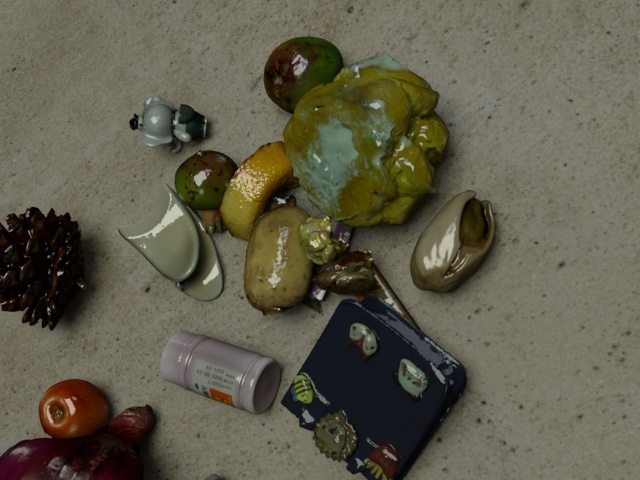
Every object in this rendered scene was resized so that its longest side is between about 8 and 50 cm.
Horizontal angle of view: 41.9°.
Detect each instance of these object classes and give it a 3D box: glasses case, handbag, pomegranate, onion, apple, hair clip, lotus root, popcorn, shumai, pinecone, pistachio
[{"bbox_3d":[0.125,0.126,1.830,0.075,0.049,0.218,-38,66,9],"label":"glasses case"},{"bbox_3d":[0.100,0.317,1.727,0.303,0.122,0.329,39,105,26],"label":"handbag"},{"bbox_3d":[-0.266,-0.119,2.011,0.159,0.159,0.205,-3,102,22],"label":"pomegranate"},{"bbox_3d":[-0.506,0.527,1.842,0.398,0.398,0.420,16,61,25],"label":"onion"},{"bbox_3d":[-0.592,0.409,2.001,0.163,0.139,0.164,-6,73,19],"label":"apple"},{"bbox_3d":[-0.343,0.021,2.025,0.172,0.113,0.282,-44,60,6],"label":"hair clip"},{"bbox_3d":[-0.089,0.031,1.877,0.160,0.146,0.284,-1,73,14],"label":"lotus root"},{"bbox_3d":[-0.002,0.000,1.787,0.109,0.097,0.089,34,62,28],"label":"popcorn"},{"bbox_3d":[0.047,0.071,1.789,0.139,0.123,0.105,-35,55,34],"label":"shumai"},{"bbox_3d":[-0.719,0.056,2.088,0.295,0.242,0.298,20,91,23],"label":"pinecone"},{"bbox_3d":[0.276,0.006,1.755,0.238,0.137,0.153,-54,30,1],"label":"pistachio"}]

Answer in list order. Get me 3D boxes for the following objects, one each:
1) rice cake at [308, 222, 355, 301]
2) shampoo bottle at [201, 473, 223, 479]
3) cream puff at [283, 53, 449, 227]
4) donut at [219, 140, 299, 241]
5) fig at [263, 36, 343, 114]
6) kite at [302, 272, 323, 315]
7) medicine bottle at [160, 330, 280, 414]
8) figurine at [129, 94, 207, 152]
[{"bbox_3d":[0.028,0.041,1.898,0.047,0.036,0.207,23,84,12],"label":"rice cake"},{"bbox_3d":[-0.153,0.632,1.791,0.303,0.092,0.092,37,92,25],"label":"shampoo bottle"},{"bbox_3d":[0.123,-0.212,1.818,0.378,0.275,0.378,15,113,40],"label":"cream puff"},{"bbox_3d":[-0.145,-0.117,1.948,0.101,0.152,0.259,37,92,25],"label":"donut"},{"bbox_3d":[-0.036,-0.394,1.972,0.191,0.181,0.181,-32,65,-12],"label":"fig"},{"bbox_3d":[-0.071,0.092,1.940,0.241,0.014,0.183,34,92,25],"label":"kite"},{"bbox_3d":[-0.226,0.294,1.885,0.249,0.133,0.133,16,83,24],"label":"medicine bottle"},{"bbox_3d":[-0.382,-0.290,2.101,0.192,0.126,0.147,5,63,-9],"label":"figurine"}]
